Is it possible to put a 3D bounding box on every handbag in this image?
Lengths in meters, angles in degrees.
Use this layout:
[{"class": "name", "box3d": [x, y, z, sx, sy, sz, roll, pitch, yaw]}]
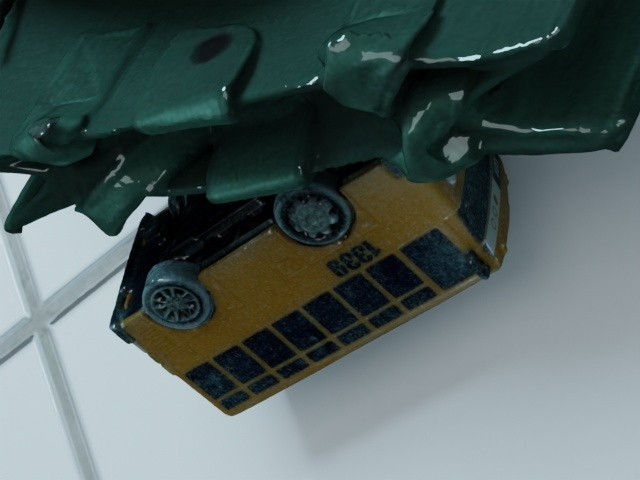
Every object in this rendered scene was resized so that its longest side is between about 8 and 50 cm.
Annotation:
[{"class": "handbag", "box3d": [-0.002, -0.115, 0.641, 0.327, 0.089, 0.238, -6, 44, 35]}]

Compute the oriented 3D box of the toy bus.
[{"class": "toy bus", "box3d": [0.000, 0.000, 0.682, 0.182, 0.103, 0.091, -31, 30, 30]}]
